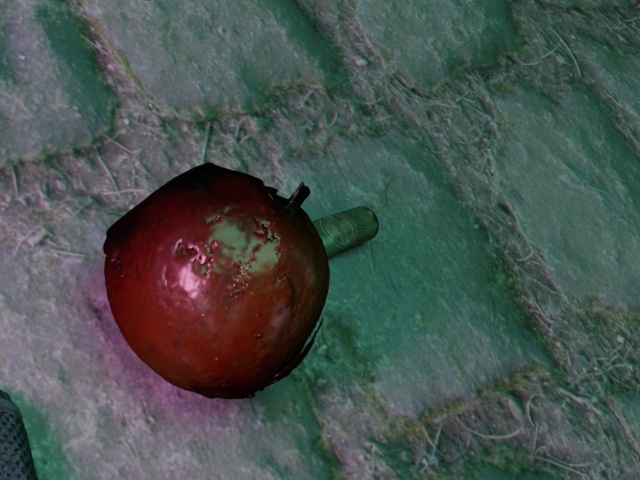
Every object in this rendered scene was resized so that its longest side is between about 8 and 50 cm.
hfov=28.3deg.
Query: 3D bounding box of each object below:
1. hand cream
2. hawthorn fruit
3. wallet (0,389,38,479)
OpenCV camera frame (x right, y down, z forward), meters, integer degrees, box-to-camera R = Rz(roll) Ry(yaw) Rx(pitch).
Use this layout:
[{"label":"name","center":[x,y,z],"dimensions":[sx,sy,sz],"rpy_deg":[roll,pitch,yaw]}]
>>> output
[{"label":"hand cream","center":[0.000,0.000,1.966],"dimensions":[0.235,0.055,0.086],"rpy_deg":[-20,65,-35]},{"label":"hawthorn fruit","center":[-0.140,0.051,1.667],"dimensions":[0.316,0.316,0.316],"rpy_deg":[18,47,-21]},{"label":"wallet","center":[-0.406,0.276,1.382],"dimensions":[0.237,0.075,0.342],"rpy_deg":[13,33,-37]}]
